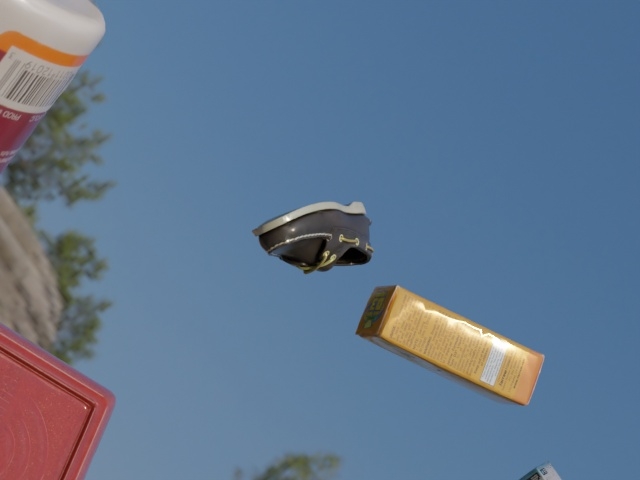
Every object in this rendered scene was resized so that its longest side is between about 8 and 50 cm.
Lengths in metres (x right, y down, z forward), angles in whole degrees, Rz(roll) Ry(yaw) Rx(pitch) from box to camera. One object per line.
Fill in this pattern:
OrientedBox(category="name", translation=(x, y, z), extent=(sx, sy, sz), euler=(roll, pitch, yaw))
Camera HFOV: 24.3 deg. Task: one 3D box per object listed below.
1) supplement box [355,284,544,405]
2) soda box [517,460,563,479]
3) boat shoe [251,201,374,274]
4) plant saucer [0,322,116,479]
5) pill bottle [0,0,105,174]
OrientedBox(category="supplement box", translation=(0.167, 0.136, 1.913), extent=(0.233, 0.080, 0.078), euler=(24, -12, -19))
OrientedBox(category="soda box", translation=(0.226, 0.353, 1.852), extent=(0.063, 0.183, 0.058), euler=(55, 19, 13))
OrientedBox(category="boat shoe", translation=(0.000, 0.000, 1.623), extent=(0.081, 0.228, 0.068), euler=(-21, -96, 24))
OrientedBox(category="plant saucer", translation=(-0.331, 0.195, 1.426), extent=(0.259, 0.258, 0.048), euler=(36, -33, -25))
OrientedBox(category="pill bottle", translation=(-0.394, -0.110, 1.357), extent=(0.224, 0.392, 0.224), euler=(37, 13, -10))
